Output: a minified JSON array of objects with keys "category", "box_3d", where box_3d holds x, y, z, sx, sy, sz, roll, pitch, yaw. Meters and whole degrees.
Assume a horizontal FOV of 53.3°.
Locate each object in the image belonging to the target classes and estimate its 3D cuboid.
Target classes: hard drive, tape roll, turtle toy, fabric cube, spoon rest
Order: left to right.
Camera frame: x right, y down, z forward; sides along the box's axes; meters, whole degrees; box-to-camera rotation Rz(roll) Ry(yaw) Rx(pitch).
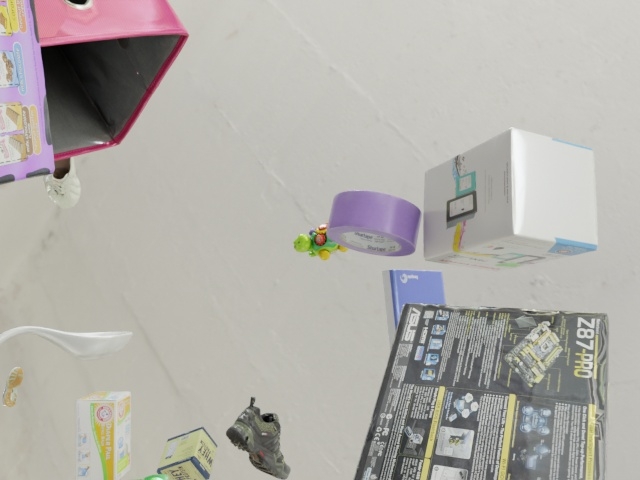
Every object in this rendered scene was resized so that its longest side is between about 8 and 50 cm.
[{"category":"fabric cube","box_3d":[-0.364,-0.261,0.764,0.259,0.254,0.258,-37,-98,44]},{"category":"spoon rest","box_3d":[-0.503,0.197,1.232,0.137,0.276,0.084,-7,-90,56]},{"category":"turtle toy","box_3d":[0.000,0.000,1.492,0.130,0.066,0.095,-23,-154,-13]},{"category":"tape roll","box_3d":[0.111,-0.032,1.325,0.189,0.189,0.080,-4,-112,43]},{"category":"hard drive","box_3d":[0.242,0.231,1.548,0.040,0.210,0.318,-14,-103,43]}]

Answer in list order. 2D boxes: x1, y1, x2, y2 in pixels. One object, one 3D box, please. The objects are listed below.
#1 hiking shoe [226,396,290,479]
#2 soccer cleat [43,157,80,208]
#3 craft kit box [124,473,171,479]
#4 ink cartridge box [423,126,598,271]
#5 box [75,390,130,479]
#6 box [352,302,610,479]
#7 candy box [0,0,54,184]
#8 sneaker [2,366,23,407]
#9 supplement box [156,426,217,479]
[{"category":"hiking shoe","box_3d":[-0.115,0.455,1.450,0.086,0.227,0.114,7,-130,38]},{"category":"soccer cleat","box_3d":[-0.499,-0.125,1.223,0.196,0.068,0.076,108,-25,-44]},{"category":"craft kit box","box_3d":[-0.187,0.239,0.301,0.061,0.247,0.249,-121,-152,-70]},{"category":"ink cartridge box","box_3d":[0.352,-0.064,1.226,0.270,0.198,0.197,156,-60,-63]},{"category":"box","box_3d":[-0.544,0.490,1.605,0.103,0.114,0.203,-1,-94,2]},{"category":"box","box_3d":[0.231,0.268,0.897,0.318,0.097,0.395,-2,-135,26]},{"category":"candy box","box_3d":[-0.277,-0.111,0.420,0.070,0.196,0.164,4,-74,17]},{"category":"sneaker","box_3d":[-0.649,0.307,1.337,0.037,0.032,0.083,-22,-127,43]},{"category":"supplement box","box_3d":[-0.248,0.408,1.194,0.083,0.056,0.083,-23,-156,14]}]
